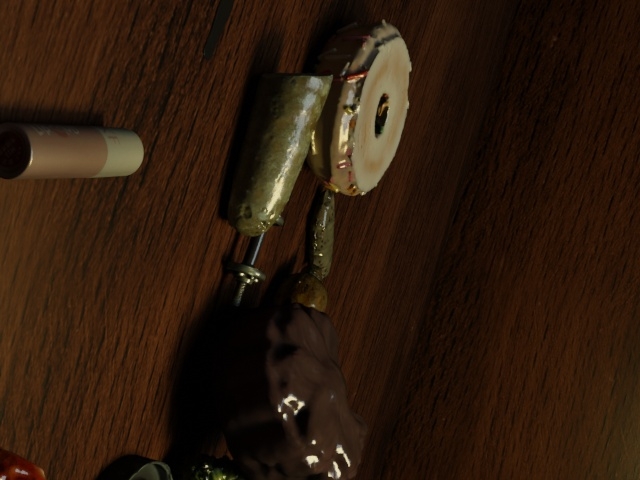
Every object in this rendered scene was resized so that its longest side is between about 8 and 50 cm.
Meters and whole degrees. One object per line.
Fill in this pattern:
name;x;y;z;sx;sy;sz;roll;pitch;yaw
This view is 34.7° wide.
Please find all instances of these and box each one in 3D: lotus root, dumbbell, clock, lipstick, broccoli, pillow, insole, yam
lotus root;-0.047;0.138;2.215;0.120;0.120;0.209;80;31;-51
dumbbell;-0.124;0.006;1.957;0.081;0.081;0.254;40;67;-69
clock;-0.347;0.507;1.772;0.280;0.055;0.280;16;90;-71
lipstick;-0.323;-0.115;1.326;0.254;0.070;0.070;-12;116;-69
broccoli;-0.233;0.549;1.927;0.165;0.145;0.304;29;64;-24
pillow;0.000;-0.001;2.340;0.093;0.051;0.241;-54;154;-56
insole;-0.165;-0.357;1.680;0.045;0.002;0.135;43;64;-68
yam;-0.088;-0.167;1.875;0.330;0.133;0.133;-71;161;5

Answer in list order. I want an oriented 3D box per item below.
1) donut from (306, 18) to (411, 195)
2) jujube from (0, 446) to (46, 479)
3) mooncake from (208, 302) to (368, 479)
donut;0.073;-0.282;2.184;0.382;0.142;0.383;15;90;-71
jujube;-0.434;0.376;1.254;0.250;0.174;0.174;-65;159;-16
mooncake;-0.059;0.306;1.968;0.381;0.212;0.350;67;23;-3
